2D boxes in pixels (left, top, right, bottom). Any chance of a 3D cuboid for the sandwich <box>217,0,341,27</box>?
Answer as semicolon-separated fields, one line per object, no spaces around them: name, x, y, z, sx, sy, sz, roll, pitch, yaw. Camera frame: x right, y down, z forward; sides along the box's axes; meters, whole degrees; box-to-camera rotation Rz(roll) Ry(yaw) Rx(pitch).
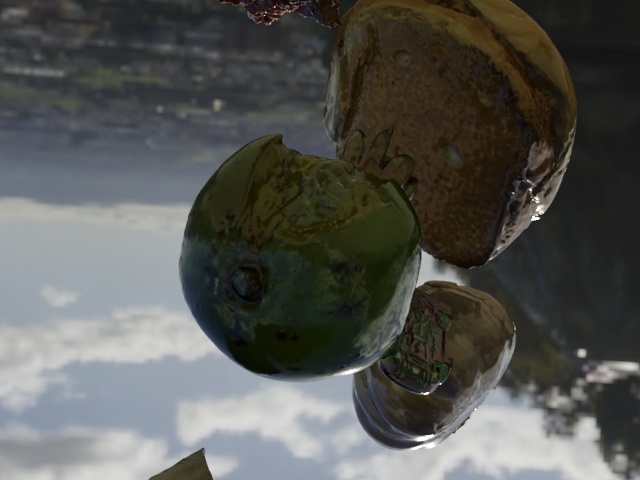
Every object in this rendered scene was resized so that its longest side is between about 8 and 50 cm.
sandwich;-0.072;-0.258;1.309;0.184;0.109;0.160;-1;156;28

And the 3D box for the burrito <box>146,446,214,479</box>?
burrito;-0.181;0.326;1.557;0.175;0.107;0.347;27;-149;30

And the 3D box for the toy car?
toy car;0.094;0.102;1.557;0.069;0.055;0.142;28;-148;-11

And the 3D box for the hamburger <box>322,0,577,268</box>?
hamburger;0.145;-0.134;1.722;0.174;0.304;0.284;-33;-117;-31

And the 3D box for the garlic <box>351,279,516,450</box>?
garlic;0.128;0.143;1.795;0.152;0.228;0.228;38;-170;13

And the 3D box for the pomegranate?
pomegranate;0.000;0.000;1.457;0.236;0.236;0.302;4;-153;27
